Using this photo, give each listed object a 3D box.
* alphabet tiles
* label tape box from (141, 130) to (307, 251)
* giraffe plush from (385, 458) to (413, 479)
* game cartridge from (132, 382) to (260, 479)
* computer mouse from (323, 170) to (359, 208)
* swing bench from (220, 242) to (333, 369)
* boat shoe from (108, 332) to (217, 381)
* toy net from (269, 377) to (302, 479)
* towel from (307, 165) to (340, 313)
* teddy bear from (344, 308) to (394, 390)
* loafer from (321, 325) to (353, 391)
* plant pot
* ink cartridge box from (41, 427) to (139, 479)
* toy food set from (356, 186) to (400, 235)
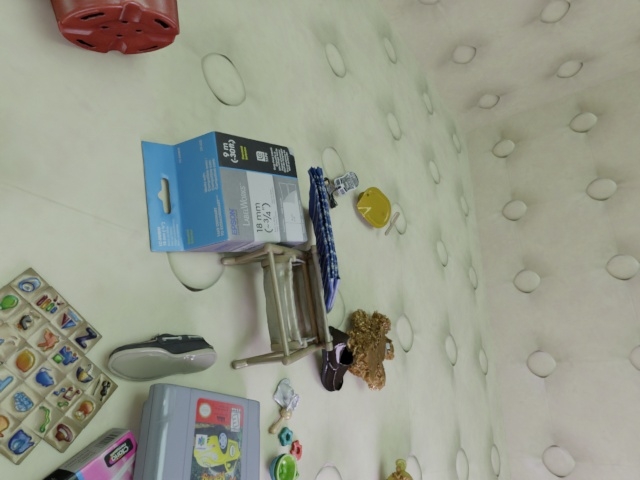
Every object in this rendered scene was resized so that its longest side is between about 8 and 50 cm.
[{"bbox_3d":[-0.421,0.191,0.606,0.237,0.009,0.198,58,37,-24],"label":"alphabet tiles"},{"bbox_3d":[-0.196,-0.100,0.903,0.333,0.105,0.241,0,77,-45],"label":"label tape box"},{"bbox_3d":[0.257,0.771,1.225,0.170,0.210,0.181,43,8,-5],"label":"giraffe plush"},{"bbox_3d":[-0.203,0.381,0.746,0.294,0.060,0.196,43,40,-53],"label":"game cartridge"},{"bbox_3d":[0.070,-0.185,1.420,0.193,0.042,0.106,-33,100,-49],"label":"computer mouse"},{"bbox_3d":[-0.078,0.147,0.972,0.254,0.165,0.254,2,75,-55],"label":"swing bench"},{"bbox_3d":[-0.290,0.207,0.756,0.206,0.075,0.065,15,24,-48],"label":"boat shoe"},{"bbox_3d":[-0.068,0.451,0.975,0.122,0.045,0.233,32,52,-45],"label":"toy net"},{"bbox_3d":[0.000,0.000,1.099,0.243,0.040,0.336,97,-13,-62],"label":"towel"},{"bbox_3d":[0.148,0.337,1.293,0.338,0.113,0.245,-45,121,-60],"label":"teddy bear"},{"bbox_3d":[0.048,0.331,1.105,0.080,0.078,0.220,-55,148,-50],"label":"loafer"},{"bbox_3d":[-0.378,-0.502,0.730,0.272,0.272,0.266,-16,99,-56],"label":"plant pot"},{"bbox_3d":[-0.303,0.498,0.614,0.175,0.069,0.371,-31,105,-55],"label":"ink cartridge box"},{"bbox_3d":[0.201,-0.115,1.564,0.218,0.071,0.128,39,72,-38],"label":"toy food set"}]
